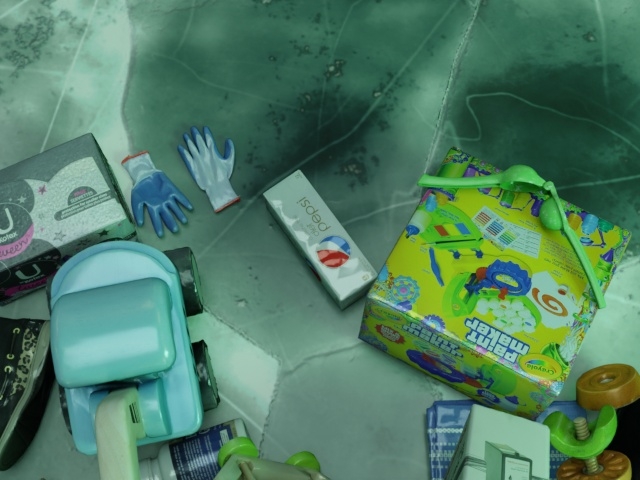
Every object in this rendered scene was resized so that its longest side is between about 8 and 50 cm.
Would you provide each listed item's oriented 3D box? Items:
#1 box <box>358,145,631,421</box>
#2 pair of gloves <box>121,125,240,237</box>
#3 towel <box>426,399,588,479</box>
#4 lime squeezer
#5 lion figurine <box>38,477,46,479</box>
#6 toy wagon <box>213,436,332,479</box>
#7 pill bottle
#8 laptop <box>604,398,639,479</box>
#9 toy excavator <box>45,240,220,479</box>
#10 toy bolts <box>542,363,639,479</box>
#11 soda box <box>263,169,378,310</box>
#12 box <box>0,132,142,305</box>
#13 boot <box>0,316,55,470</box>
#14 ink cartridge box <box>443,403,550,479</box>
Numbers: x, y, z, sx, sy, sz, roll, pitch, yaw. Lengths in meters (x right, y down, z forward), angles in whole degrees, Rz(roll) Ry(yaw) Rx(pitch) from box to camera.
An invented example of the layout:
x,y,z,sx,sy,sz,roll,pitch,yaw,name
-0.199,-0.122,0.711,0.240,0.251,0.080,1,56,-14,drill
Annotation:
x,y,z,sx,sy,sz,roll,pitch,yaw,name
0.249,0.068,1.464,0.289,0.177,0.279,28,66,10,box
-0.223,-0.100,1.629,0.198,0.023,0.159,-26,74,-6,pair of gloves
0.281,0.399,1.455,0.243,0.040,0.336,-1,74,-1,towel
0.293,-0.038,1.389,0.310,0.059,0.110,36,68,12,lime squeezer
-0.383,0.500,1.398,0.240,0.142,0.392,39,91,5,lion figurine
0.009,0.390,1.344,0.068,0.344,0.267,-57,40,13,toy wagon
-0.180,0.328,1.452,0.169,0.094,0.094,-18,73,-5,pill bottle
0.578,0.469,1.415,0.408,0.236,0.382,37,75,-21,laptop
-0.262,0.204,1.314,0.222,0.445,0.433,-11,83,-2,toy excavator
0.455,0.284,1.396,0.228,0.218,0.159,-12,106,31,toy bolts
0.000,0.000,1.567,0.073,0.069,0.216,-34,74,-9,soda box
-0.427,-0.030,1.548,0.247,0.142,0.163,-24,73,-6,box
-0.502,0.214,1.503,0.178,0.085,0.237,12,66,8,boot
0.208,0.377,1.272,0.114,0.198,0.273,17,32,4,ink cartridge box
